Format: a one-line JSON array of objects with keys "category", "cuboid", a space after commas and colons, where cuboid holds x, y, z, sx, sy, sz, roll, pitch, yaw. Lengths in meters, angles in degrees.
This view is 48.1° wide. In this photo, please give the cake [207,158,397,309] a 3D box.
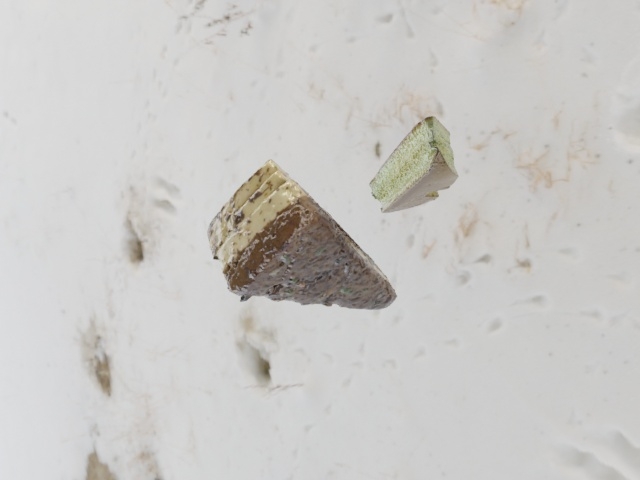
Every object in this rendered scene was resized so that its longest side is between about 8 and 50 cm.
[{"category": "cake", "cuboid": [0.011, -0.002, 0.815, 0.135, 0.246, 0.112, -56, 43, 32]}]

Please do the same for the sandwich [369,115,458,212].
[{"category": "sandwich", "cuboid": [0.169, -0.119, 1.195, 0.244, 0.088, 0.090, 133, 126, -63]}]
